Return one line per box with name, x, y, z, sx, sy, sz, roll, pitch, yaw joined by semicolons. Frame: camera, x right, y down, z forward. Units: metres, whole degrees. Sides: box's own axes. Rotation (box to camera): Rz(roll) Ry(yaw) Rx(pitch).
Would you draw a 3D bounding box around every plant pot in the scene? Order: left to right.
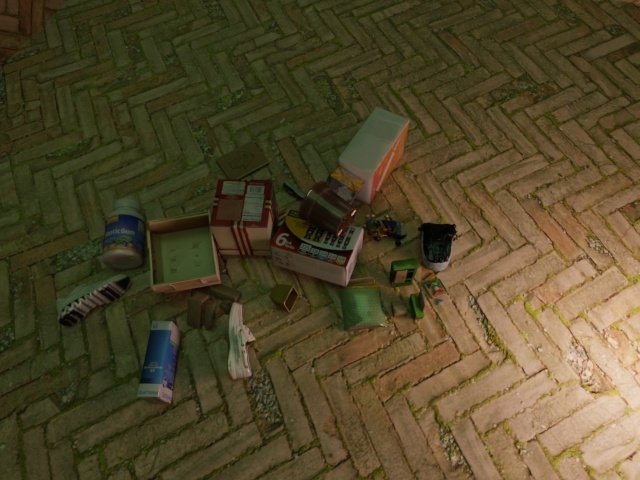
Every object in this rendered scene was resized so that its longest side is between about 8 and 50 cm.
plant pot;-0.145;0.214;1.739;0.083;0.081;0.082;14;62;24
plant pot;0.033;-0.109;1.691;0.165;0.167;0.167;33;67;19

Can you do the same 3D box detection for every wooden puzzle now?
wooden puzzle;0.446;0.185;1.765;0.078;0.014;0.116;-28;64;-12

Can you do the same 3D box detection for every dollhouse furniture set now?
dollhouse furniture set;-0.408;0.260;1.751;0.144;0.123;0.151;19;28;12
dollhouse furniture set;0.222;0.204;1.685;0.301;0.151;0.198;-8;61;-2

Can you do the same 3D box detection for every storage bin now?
storage bin;-0.529;0.048;1.745;0.260;0.123;0.263;-10;71;-6

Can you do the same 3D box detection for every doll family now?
doll family;0.264;-0.040;1.867;0.192;0.076;0.112;0;56;-1

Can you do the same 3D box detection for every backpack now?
backpack;0.462;0.027;1.797;0.151;0.115;0.182;0;61;16

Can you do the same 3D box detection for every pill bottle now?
pill bottle;-0.799;-0.031;1.860;0.152;0.152;0.272;-8;61;-2

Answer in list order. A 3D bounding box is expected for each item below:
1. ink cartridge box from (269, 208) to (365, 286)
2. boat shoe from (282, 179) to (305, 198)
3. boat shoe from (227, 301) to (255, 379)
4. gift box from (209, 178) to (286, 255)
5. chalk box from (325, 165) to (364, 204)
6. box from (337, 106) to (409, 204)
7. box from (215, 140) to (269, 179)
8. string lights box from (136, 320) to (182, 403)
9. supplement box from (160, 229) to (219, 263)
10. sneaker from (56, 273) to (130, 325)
ink cartridge box;0.000;0.000;1.781;0.309;0.130;0.272;15;52;14
boat shoe;-0.118;-0.216;2.000;0.125;0.038;0.046;39;27;15
boat shoe;-0.284;0.360;1.655;0.096;0.098;0.277;-4;70;0
gift box;-0.278;-0.096;1.812;0.254;0.258;0.277;6;60;4
chalk box;0.061;-0.169;1.848;0.132;0.213;0.132;34;34;2
box;0.226;-0.366;1.965;0.168;0.215;0.345;27;64;16
box;-0.362;-0.364;2.104;0.201;0.021;0.164;-31;64;-14
string lights box;-0.559;0.428;1.602;0.076;0.133;0.260;0;60;2
supplement box;-0.549;0.012;1.870;0.239;0.073;0.130;-22;63;-11
sneaker;-0.887;0.204;1.764;0.292;0.110;0.118;-31;55;-15
